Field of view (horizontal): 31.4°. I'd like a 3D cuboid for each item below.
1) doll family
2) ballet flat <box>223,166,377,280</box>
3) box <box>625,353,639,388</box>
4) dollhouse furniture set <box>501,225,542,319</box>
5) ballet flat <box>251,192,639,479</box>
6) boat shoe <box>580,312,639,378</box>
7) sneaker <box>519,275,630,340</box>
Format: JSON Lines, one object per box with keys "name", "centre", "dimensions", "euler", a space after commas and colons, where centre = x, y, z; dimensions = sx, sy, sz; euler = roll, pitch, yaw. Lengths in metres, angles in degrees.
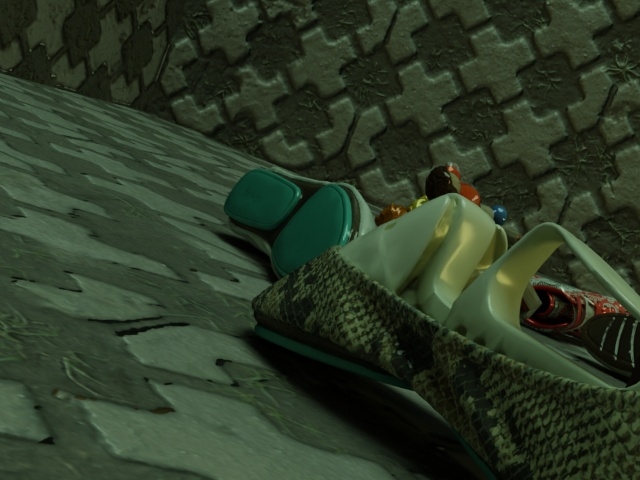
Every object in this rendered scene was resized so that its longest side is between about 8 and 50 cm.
{"name": "doll family", "centre": [0.117, 0.048, 1.131], "dimensions": [0.118, 0.263, 0.163], "euler": [-23, -31, 26]}
{"name": "ballet flat", "centre": [0.000, 0.000, 1.354], "dimensions": [0.139, 0.139, 0.400], "euler": [19, 6, -23]}
{"name": "box", "centre": [0.445, 0.141, 1.174], "dimensions": [0.167, 0.203, 0.168], "euler": [19, 6, -19]}
{"name": "dollhouse furniture set", "centre": [0.235, 0.075, 1.617], "dimensions": [0.129, 0.129, 0.184], "euler": [29, -20, 51]}
{"name": "ballet flat", "centre": [0.118, 0.068, 0.797], "dimensions": [0.164, 0.182, 0.483], "euler": [16, 7, -34]}
{"name": "boat shoe", "centre": [0.485, 0.184, 1.603], "dimensions": [0.257, 0.095, 0.095], "euler": [23, -28, 41]}
{"name": "sneaker", "centre": [0.425, 0.126, 1.816], "dimensions": [0.270, 0.090, 0.145], "euler": [18, 6, 7]}
